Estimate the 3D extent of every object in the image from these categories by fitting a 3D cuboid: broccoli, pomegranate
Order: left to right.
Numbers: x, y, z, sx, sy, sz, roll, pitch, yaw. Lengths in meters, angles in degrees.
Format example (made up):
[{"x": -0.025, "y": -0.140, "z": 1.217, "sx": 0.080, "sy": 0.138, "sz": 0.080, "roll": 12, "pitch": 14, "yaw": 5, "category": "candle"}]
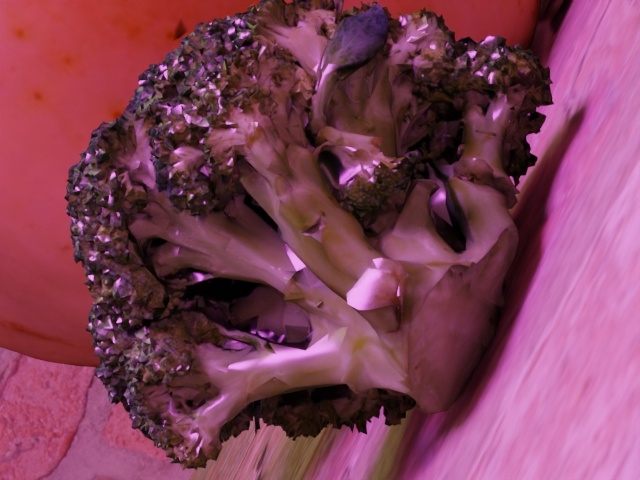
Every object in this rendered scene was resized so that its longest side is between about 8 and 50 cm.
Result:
[{"x": -0.070, "y": -0.116, "z": 0.812, "sx": 0.411, "sy": 0.411, "sz": 0.411, "roll": -64, "pitch": 2, "yaw": 5, "category": "pomegranate"}, {"x": 0.000, "y": 0.000, "z": 0.548, "sx": 0.195, "sy": 0.156, "sz": 0.195, "roll": -26, "pitch": -52, "yaw": -40, "category": "broccoli"}]
